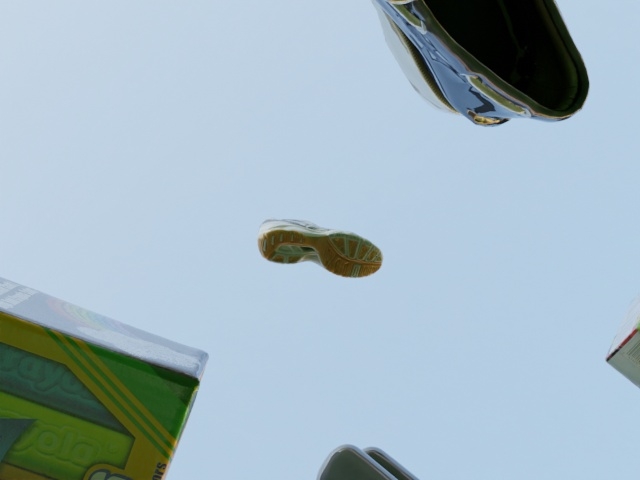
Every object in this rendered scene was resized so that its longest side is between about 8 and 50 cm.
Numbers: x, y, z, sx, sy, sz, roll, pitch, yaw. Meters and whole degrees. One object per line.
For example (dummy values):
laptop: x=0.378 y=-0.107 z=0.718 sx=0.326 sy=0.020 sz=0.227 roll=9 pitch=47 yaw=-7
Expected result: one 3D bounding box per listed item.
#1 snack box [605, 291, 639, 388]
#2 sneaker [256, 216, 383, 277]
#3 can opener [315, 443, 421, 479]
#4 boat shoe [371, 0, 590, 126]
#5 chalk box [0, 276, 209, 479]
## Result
snack box: x=0.265 y=0.093 z=0.926 sx=0.141 sy=0.037 sz=0.100 roll=39 pitch=-148 yaw=4
sneaker: x=0.000 y=0.000 z=0.890 sx=0.083 sy=0.037 sz=0.032 roll=13 pitch=-68 yaw=-13
can opener: x=0.100 y=0.257 z=0.961 sx=0.283 sy=0.076 sz=0.095 roll=36 pitch=-80 yaw=31
boat shoe: x=0.046 y=-0.140 z=0.616 sx=0.095 sy=0.079 sz=0.254 roll=-52 pitch=-48 yaw=-19
chalk box: x=-0.177 y=0.085 z=0.674 sx=0.213 sy=0.132 sz=0.132 roll=19 pitch=-90 yaw=-3
